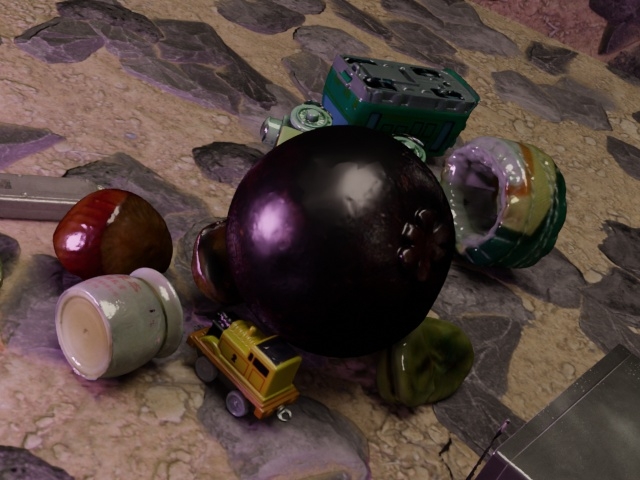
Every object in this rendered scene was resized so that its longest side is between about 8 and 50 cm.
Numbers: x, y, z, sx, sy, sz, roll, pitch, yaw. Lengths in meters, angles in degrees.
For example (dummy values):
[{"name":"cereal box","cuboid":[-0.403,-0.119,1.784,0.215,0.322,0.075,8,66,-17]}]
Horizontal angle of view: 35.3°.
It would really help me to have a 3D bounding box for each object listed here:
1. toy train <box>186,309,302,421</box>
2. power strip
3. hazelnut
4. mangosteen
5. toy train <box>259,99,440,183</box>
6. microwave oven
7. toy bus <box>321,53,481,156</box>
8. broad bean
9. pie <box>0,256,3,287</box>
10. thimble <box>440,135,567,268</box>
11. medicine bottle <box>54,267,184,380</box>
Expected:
[{"name":"toy train","cuboid":[-0.112,0.182,1.522,0.219,0.127,0.089,42,36,25]},{"name":"power strip","cuboid":[-0.500,-0.075,1.713,0.272,0.052,0.078,3,38,-31]},{"name":"hazelnut","cuboid":[-0.331,0.004,1.635,0.170,0.160,0.201,61,9,27]},{"name":"mangosteen","cuboid":[0.000,0.000,1.615,0.435,0.382,0.382,2,13,42]},{"name":"toy train","cuboid":[0.054,-0.128,2.057,0.397,0.160,0.253,19,40,-7]},{"name":"microwave oven","cuboid":[0.425,0.397,1.454,0.374,0.236,0.432,40,36,23]},{"name":"toy bus","cuboid":[0.175,-0.302,2.329,0.343,0.199,0.183,2,36,-30]},{"name":"broad bean","cuboid":[0.174,0.203,1.686,0.072,0.153,0.206,-8,11,44]},{"name":"pie","cuboid":[-0.572,0.037,1.515,0.186,0.041,0.187,17,33,-11]},{"name":"thimble","cuboid":[0.368,-0.082,2.087,0.167,0.254,0.288,8,36,-32]},{"name":"medicine bottle","cuboid":[-0.293,0.120,1.475,0.147,0.147,0.143,42,36,26]}]
